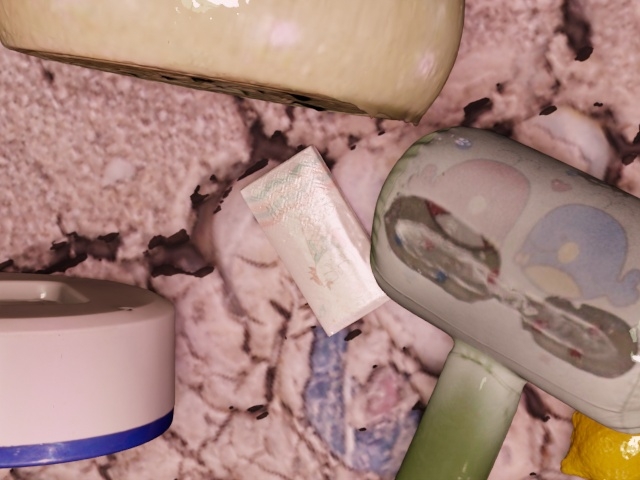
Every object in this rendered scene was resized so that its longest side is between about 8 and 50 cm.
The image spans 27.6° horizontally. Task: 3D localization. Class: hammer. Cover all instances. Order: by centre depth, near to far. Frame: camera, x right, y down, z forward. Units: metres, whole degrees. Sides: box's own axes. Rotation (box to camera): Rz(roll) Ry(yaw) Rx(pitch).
[{"bbox_3d":[0.086,0.114,0.749,0.206,0.119,0.335,32,109,30],"label":"hammer"}]

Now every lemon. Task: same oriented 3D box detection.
[{"bbox_3d":[0.183,0.116,0.774,0.092,0.065,0.065,-32,90,11],"label":"lemon"}]

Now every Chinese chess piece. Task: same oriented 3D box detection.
[{"bbox_3d":[-0.049,-0.129,0.687,0.250,0.250,0.101,11,95,8],"label":"Chinese chess piece"}]

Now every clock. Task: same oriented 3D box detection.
[{"bbox_3d":[-0.197,0.066,0.745,0.230,0.230,0.083,4,92,9],"label":"clock"}]

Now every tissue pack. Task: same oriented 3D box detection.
[{"bbox_3d":[0.000,0.000,0.809,0.056,0.023,0.108,-32,91,10],"label":"tissue pack"}]
